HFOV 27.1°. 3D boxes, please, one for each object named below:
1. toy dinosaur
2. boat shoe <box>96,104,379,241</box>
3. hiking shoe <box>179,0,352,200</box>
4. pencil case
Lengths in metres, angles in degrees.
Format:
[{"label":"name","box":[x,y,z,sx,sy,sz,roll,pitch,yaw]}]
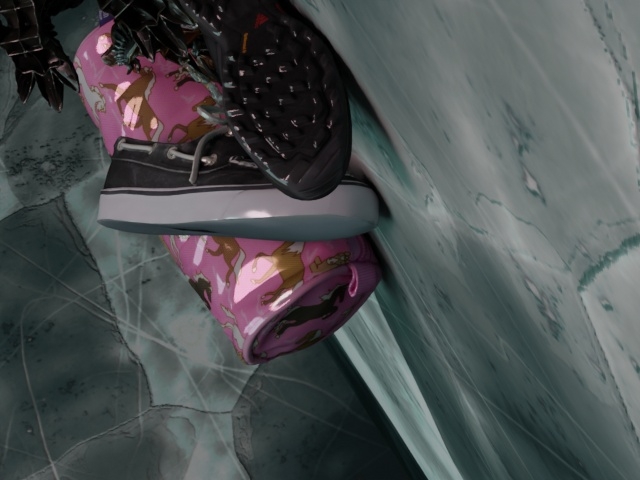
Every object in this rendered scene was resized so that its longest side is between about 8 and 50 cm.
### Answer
[{"label":"toy dinosaur","box":[-0.171,-0.226,1.084,0.322,0.164,0.218,34,-138,-17]},{"label":"boat shoe","box":[-0.073,-0.057,1.131,0.113,0.105,0.306,12,172,-42]},{"label":"hiking shoe","box":[-0.024,-0.108,0.942,0.114,0.086,0.227,52,-168,-55]},{"label":"pencil case","box":[-0.095,-0.064,1.299,0.386,0.160,0.167,57,154,22]}]
